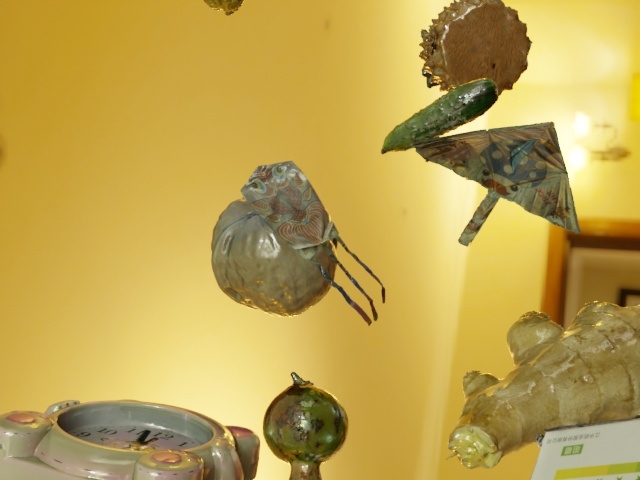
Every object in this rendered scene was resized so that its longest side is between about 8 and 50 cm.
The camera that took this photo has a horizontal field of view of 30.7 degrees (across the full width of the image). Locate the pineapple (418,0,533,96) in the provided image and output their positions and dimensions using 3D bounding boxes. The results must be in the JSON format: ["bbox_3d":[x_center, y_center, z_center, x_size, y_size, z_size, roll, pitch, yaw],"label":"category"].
[{"bbox_3d":[0.292,-0.398,2.442,0.357,0.222,0.223,-144,54,-76],"label":"pineapple"}]

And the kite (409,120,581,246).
[{"bbox_3d":[0.301,-0.096,1.953,0.314,0.335,0.011,-57,10,43],"label":"kite"}]

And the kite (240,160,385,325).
[{"bbox_3d":[0.002,-0.001,1.379,0.229,0.016,0.127,49,-141,-3],"label":"kite"}]

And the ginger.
[{"bbox_3d":[0.320,0.178,1.616,0.166,0.375,0.236,-59,42,48],"label":"ginger"}]

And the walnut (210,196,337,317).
[{"bbox_3d":[-0.081,0.024,2.192,0.248,0.248,0.248,3,-90,-72],"label":"walnut"}]

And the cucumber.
[{"bbox_3d":[0.196,-0.204,1.962,0.069,0.227,0.069,50,-157,-30],"label":"cucumber"}]

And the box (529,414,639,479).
[{"bbox_3d":[0.386,0.303,1.311,0.145,0.333,0.173,45,-129,-24],"label":"box"}]

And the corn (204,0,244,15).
[{"bbox_3d":[-0.204,-0.540,2.237,0.262,0.097,0.097,75,-155,-47],"label":"corn"}]

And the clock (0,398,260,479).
[{"bbox_3d":[-0.233,0.275,1.468,0.309,0.284,0.114,-9,-73,-68],"label":"clock"}]

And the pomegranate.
[{"bbox_3d":[-0.036,0.340,1.959,0.156,0.156,0.220,70,-144,-51],"label":"pomegranate"}]
